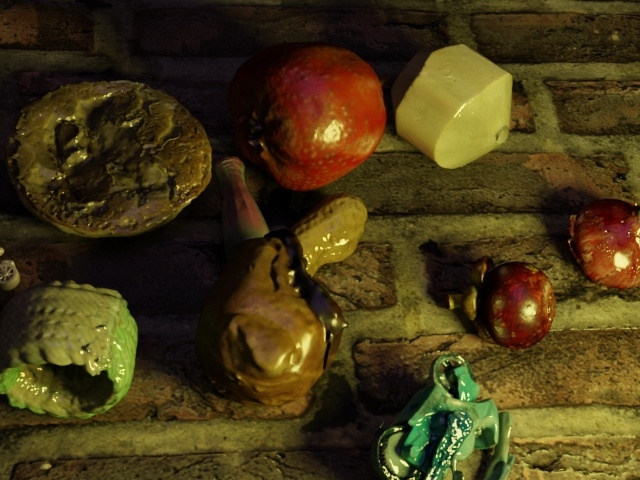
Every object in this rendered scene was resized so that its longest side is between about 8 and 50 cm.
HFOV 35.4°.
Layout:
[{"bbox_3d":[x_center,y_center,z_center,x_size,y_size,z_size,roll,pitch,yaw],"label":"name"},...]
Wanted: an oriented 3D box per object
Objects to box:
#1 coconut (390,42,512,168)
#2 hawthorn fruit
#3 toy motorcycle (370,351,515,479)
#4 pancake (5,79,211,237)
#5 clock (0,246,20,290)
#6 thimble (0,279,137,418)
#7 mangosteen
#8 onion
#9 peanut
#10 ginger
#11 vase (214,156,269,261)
[{"bbox_3d":[0.256,-0.248,1.904,0.241,0.241,0.241,4,55,-5],"label":"coconut"},{"bbox_3d":[0.004,-0.247,1.843,0.330,0.287,0.287,-26,62,-30],"label":"hawthorn fruit"},{"bbox_3d":[0.197,0.316,1.552,0.206,0.154,0.260,48,55,-3],"label":"toy motorcycle"},{"bbox_3d":[-0.381,-0.151,1.827,0.386,0.082,0.387,2,52,-3],"label":"pancake"},{"bbox_3d":[-0.569,0.048,1.689,0.129,0.041,0.087,3,58,0],"label":"clock"},{"bbox_3d":[-0.386,0.164,1.523,0.219,0.219,0.150,5,53,-4],"label":"thimble"},{"bbox_3d":[0.314,0.110,1.722,0.145,0.181,0.156,27,64,-41],"label":"mangosteen"},{"bbox_3d":[0.540,-0.007,1.813,0.184,0.147,0.184,13,51,-17],"label":"onion"},{"bbox_3d":[0.000,0.000,1.765,0.108,0.095,0.226,42,61,17],"label":"peanut"},{"bbox_3d":[-0.102,0.135,1.591,0.223,0.200,0.269,-25,66,-28],"label":"ginger"},{"bbox_3d":[-0.145,-0.056,1.798,0.086,0.086,0.214,-7,52,-12],"label":"vase"}]
